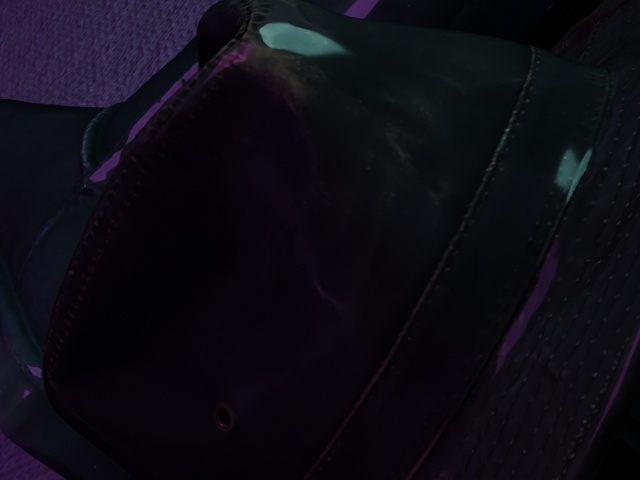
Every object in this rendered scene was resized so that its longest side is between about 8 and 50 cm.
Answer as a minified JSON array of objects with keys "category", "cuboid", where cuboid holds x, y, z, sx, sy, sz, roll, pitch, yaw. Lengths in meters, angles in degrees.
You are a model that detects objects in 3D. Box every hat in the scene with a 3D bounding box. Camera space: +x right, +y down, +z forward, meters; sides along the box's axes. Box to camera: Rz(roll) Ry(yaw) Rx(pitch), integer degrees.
[{"category":"hat","cuboid":[0.000,0.000,0.569,0.331,0.134,0.331,-55,6,9]}]

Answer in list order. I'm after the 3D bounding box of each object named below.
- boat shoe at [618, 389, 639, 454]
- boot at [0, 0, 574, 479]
[{"category":"boat shoe","cuboid":[0.153,0.040,0.505,0.335,0.095,0.112,-107,39,-65]},{"category":"boot","cuboid":[-0.017,-0.126,0.969,0.445,0.146,0.367,-53,32,9]}]
